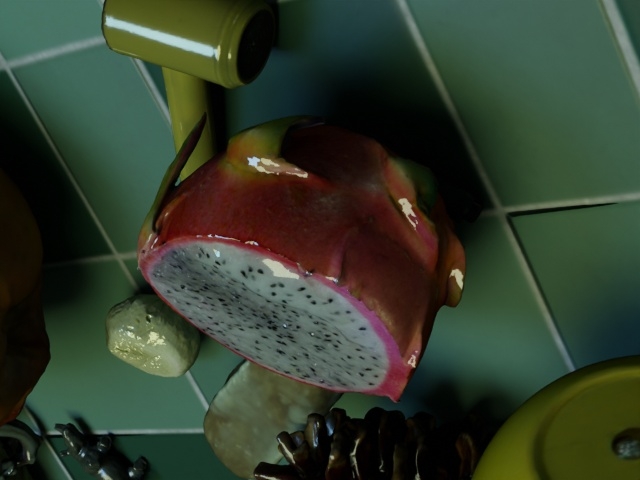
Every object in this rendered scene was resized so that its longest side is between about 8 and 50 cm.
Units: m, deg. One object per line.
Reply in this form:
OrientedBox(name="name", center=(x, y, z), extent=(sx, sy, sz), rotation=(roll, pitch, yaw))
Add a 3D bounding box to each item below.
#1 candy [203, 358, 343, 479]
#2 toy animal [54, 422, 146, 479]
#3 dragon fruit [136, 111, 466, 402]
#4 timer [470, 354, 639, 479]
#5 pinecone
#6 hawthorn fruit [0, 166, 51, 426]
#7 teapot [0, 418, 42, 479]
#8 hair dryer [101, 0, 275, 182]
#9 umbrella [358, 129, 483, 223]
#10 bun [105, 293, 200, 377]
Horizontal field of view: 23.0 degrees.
OrientedBox(name="candy", center=(-0.042, 0.156, 1.641), extent=(0.102, 0.104, 0.234), rotation=(40, 139, -2))
OrientedBox(name="toy animal", center=(-0.278, 0.271, 1.961), extent=(0.135, 0.047, 0.065), rotation=(34, 147, -2))
OrientedBox(name="dragon fruit", center=(0.000, 0.000, 1.389), extent=(0.290, 0.189, 0.291), rotation=(23, 159, 10))
OrientedBox(name="timer", center=(0.296, 0.297, 1.341), extent=(0.376, 0.376, 0.387), rotation=(5, 136, 33))
OrientedBox(name="pinecone", center=(0.081, 0.274, 1.536), extent=(0.309, 0.244, 0.244), rotation=(15, 140, -13))
OrientedBox(name="hawthorn fruit", center=(-0.512, 0.075, 1.682), extent=(0.471, 0.472, 0.472), rotation=(20, 135, 21))
OrientedBox(name="teapot", center=(-0.439, 0.327, 2.064), extent=(0.182, 0.173, 0.269), rotation=(20, 123, -28))
OrientedBox(name="hair dryer", center=(-0.111, -0.128, 1.471), extent=(0.135, 0.090, 0.279), rotation=(19, 141, 19))
OrientedBox(name="umbrella", center=(0.086, -0.056, 1.419), extent=(0.133, 0.031, 0.036), rotation=(33, -178, 8))
OrientedBox(name="bun", center=(-0.182, 0.100, 1.724), extent=(0.115, 0.069, 0.115), rotation=(20, 155, 10))
